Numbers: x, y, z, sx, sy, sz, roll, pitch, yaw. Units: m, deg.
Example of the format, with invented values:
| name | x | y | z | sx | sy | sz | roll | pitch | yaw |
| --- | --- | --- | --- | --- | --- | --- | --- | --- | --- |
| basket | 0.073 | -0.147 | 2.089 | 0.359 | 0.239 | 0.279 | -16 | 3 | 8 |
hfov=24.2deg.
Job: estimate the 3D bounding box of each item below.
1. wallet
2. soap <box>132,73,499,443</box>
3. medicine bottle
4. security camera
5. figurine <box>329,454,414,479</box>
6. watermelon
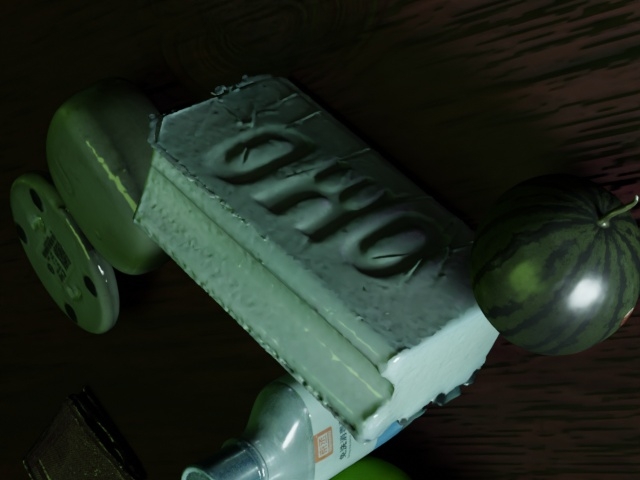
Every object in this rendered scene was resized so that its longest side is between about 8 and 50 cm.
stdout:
| name | x | y | z | sx | sy | sz | roll | pitch | yaw |
| --- | --- | --- | --- | --- | --- | --- | --- | --- | --- |
| wallet | -0.240 | 0.227 | 1.485 | 0.111 | 0.030 | 0.166 | 55 | 139 | 12 |
| soap | 0.000 | 0.000 | 1.006 | 0.261 | 0.150 | 0.094 | 42 | 131 | 25 |
| medicine bottle | -0.007 | 0.128 | 1.033 | 0.053 | 0.208 | 0.090 | 21 | 125 | 37 |
| security camera | -0.184 | -0.023 | 1.258 | 0.157 | 0.080 | 0.301 | 56 | 150 | 6 |
| figurine | 0.058 | 0.238 | 1.083 | 0.263 | 0.143 | 0.162 | 5 | 149 | 28 |
| watermelon | 0.146 | 0.008 | 0.882 | 0.105 | 0.105 | 0.133 | 53 | 140 | 14 |
